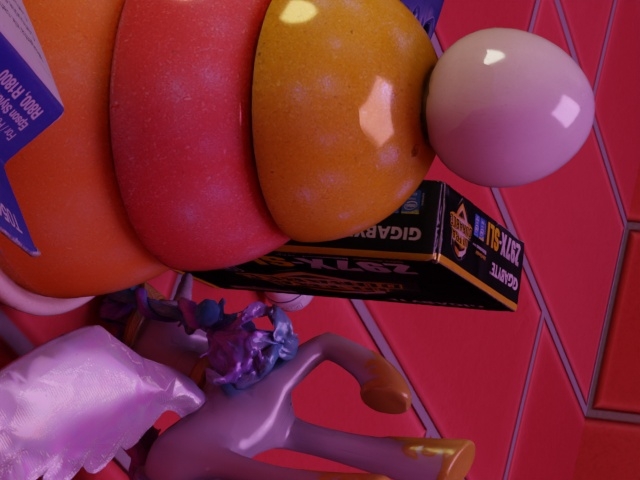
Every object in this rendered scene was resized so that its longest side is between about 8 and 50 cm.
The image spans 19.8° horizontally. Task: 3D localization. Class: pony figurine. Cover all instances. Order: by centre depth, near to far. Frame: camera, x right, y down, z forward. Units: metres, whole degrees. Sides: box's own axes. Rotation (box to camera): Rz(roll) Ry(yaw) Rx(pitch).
[{"bbox_3d":[-0.106,0.183,1.539,0.351,0.363,0.303,-46,146,-34],"label":"pony figurine"}]

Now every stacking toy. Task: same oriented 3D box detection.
[{"bbox_3d":[-0.030,-0.098,1.397,0.350,0.479,0.351,5,90,-67],"label":"stacking toy"}]

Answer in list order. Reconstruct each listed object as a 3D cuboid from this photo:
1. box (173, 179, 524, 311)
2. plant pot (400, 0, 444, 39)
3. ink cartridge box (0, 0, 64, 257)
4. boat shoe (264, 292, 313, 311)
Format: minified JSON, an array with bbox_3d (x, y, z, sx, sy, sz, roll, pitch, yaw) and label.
[{"bbox_3d":[0.000,0.000,1.698,0.257,0.322,0.079,33,63,-66],"label":"box"},{"bbox_3d":[-0.038,-0.181,1.706,0.236,0.236,0.212,-3,104,-68],"label":"plant pot"},{"bbox_3d":[-0.253,-0.186,1.107,0.330,0.071,0.324,64,2,20],"label":"ink cartridge box"},{"bbox_3d":[-0.006,-0.034,1.987,0.076,0.083,0.226,61,40,-55],"label":"boat shoe"}]
